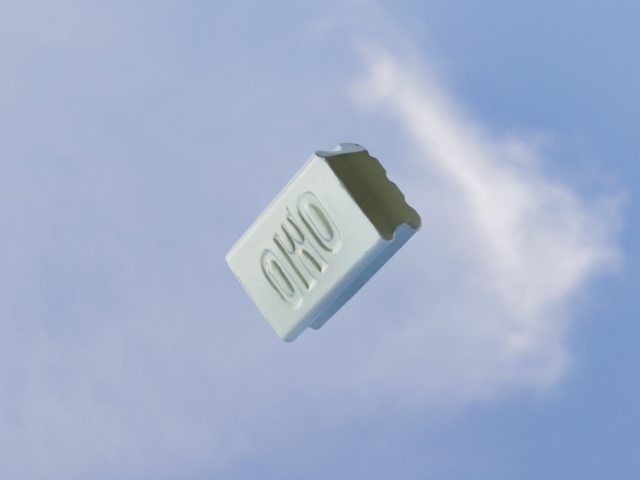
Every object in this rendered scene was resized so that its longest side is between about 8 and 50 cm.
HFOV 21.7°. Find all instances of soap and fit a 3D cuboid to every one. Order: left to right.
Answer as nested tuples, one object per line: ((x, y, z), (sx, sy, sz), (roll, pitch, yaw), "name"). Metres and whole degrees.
((0.000, 0.000, 1.661), (0.066, 0.198, 0.119), (-26, -106, -46), "soap")
